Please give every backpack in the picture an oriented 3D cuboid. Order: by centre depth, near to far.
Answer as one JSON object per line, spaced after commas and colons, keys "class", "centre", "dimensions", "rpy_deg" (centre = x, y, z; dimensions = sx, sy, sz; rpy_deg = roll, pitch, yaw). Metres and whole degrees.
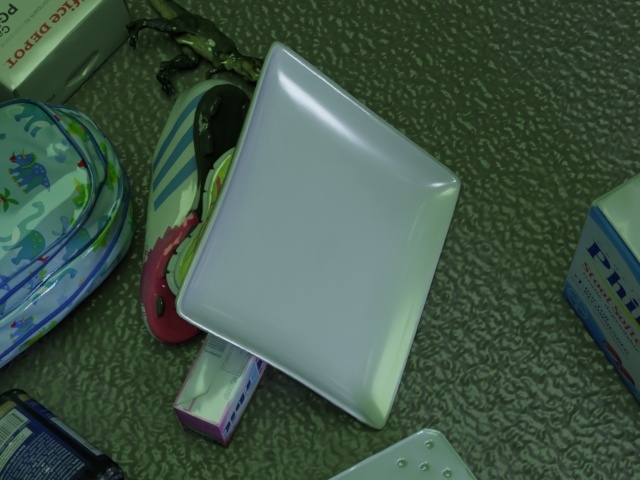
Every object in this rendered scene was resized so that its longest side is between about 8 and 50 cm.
{"class": "backpack", "centre": [-0.391, -0.008, 1.880], "dimensions": [0.355, 0.273, 0.290], "rpy_deg": [-27, 63, -21]}

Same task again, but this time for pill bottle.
{"class": "pill bottle", "centre": [-0.306, 0.279, 1.809], "dimensions": [0.219, 0.123, 0.123], "rpy_deg": [35, 74, 15]}

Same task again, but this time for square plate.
{"class": "square plate", "centre": [0.000, 0.000, 1.843], "dimensions": [0.049, 0.344, 0.347], "rpy_deg": [-4, 60, 48]}

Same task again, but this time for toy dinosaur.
{"class": "toy dinosaur", "centre": [-0.184, -0.265, 2.052], "dimensions": [0.118, 0.064, 0.268], "rpy_deg": [-37, 70, -26]}

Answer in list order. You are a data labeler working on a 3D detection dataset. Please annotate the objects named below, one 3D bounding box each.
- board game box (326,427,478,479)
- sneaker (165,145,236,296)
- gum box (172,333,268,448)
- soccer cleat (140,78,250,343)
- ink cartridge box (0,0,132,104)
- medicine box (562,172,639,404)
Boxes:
{"class": "board game box", "centre": [0.070, 0.440, 1.695], "dimensions": [0.390, 0.050, 0.390], "rpy_deg": [-26, 59, -20]}
{"class": "sneaker", "centre": [-0.099, -0.020, 1.847], "dimensions": [0.081, 0.094, 0.208], "rpy_deg": [29, 79, -31]}
{"class": "gum box", "centre": [-0.102, 0.140, 1.862], "dimensions": [0.062, 0.107, 0.188], "rpy_deg": [22, 71, 11]}
{"class": "soccer cleat", "centre": [-0.162, -0.037, 1.947], "dimensions": [0.116, 0.143, 0.331], "rpy_deg": [16, 86, -33]}
{"class": "ink cartridge box", "centre": [-0.417, -0.316, 2.051], "dimensions": [0.283, 0.117, 0.207], "rpy_deg": [37, 74, 16]}
{"class": "medicine box", "centre": [0.416, 0.078, 1.763], "dimensions": [0.149, 0.289, 0.263], "rpy_deg": [-29, 70, -9]}
